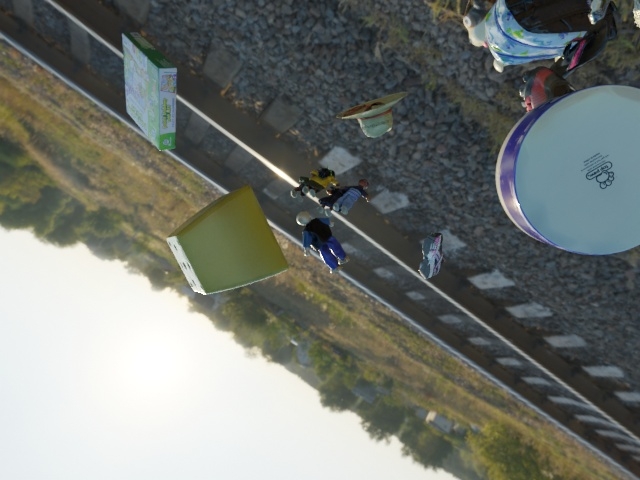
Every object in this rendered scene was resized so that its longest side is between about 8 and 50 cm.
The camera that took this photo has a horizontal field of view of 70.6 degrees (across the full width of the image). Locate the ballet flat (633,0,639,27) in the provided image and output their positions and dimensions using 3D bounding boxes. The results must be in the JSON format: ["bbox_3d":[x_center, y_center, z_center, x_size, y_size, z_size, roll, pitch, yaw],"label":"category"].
[{"bbox_3d":[1.157,-0.699,1.435,0.147,0.147,0.408,43,-166,-41],"label":"ballet flat"}]

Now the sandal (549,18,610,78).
[{"bbox_3d":[0.557,-0.408,0.995,0.040,0.067,0.179,5,159,-14],"label":"sandal"}]

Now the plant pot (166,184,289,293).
[{"bbox_3d":[-0.231,0.015,1.052,0.212,0.187,0.212,-4,113,62],"label":"plant pot"}]

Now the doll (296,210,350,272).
[{"bbox_3d":[0.000,0.000,1.211,0.189,0.129,0.046,54,150,-18],"label":"doll"}]

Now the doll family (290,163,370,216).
[{"bbox_3d":[0.029,-0.121,1.068,0.193,0.111,0.076,33,141,17],"label":"doll family"}]

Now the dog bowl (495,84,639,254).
[{"bbox_3d":[0.435,-0.111,0.736,0.265,0.264,0.104,31,-169,1],"label":"dog bowl"}]

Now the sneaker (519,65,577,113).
[{"bbox_3d":[0.524,-0.259,0.933,0.276,0.097,0.135,34,180,-30],"label":"sneaker"}]

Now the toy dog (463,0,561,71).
[{"bbox_3d":[0.758,-0.855,1.726,0.409,0.394,0.284,9,-164,16],"label":"toy dog"}]

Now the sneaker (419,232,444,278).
[{"bbox_3d":[0.411,0.049,1.627,0.077,0.178,0.072,-7,-148,-28],"label":"sneaker"}]

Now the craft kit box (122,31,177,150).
[{"bbox_3d":[-0.494,-0.429,1.304,0.250,0.061,0.246,45,140,31],"label":"craft kit box"}]

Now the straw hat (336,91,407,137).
[{"bbox_3d":[0.107,-0.233,0.872,0.145,0.145,0.061,11,127,55],"label":"straw hat"}]

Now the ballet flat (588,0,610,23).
[{"bbox_3d":[0.649,-0.557,1.048,0.041,0.114,0.041,22,164,7],"label":"ballet flat"}]

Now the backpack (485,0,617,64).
[{"bbox_3d":[0.723,-0.724,1.476,0.273,0.356,0.289,-32,76,63],"label":"backpack"}]
